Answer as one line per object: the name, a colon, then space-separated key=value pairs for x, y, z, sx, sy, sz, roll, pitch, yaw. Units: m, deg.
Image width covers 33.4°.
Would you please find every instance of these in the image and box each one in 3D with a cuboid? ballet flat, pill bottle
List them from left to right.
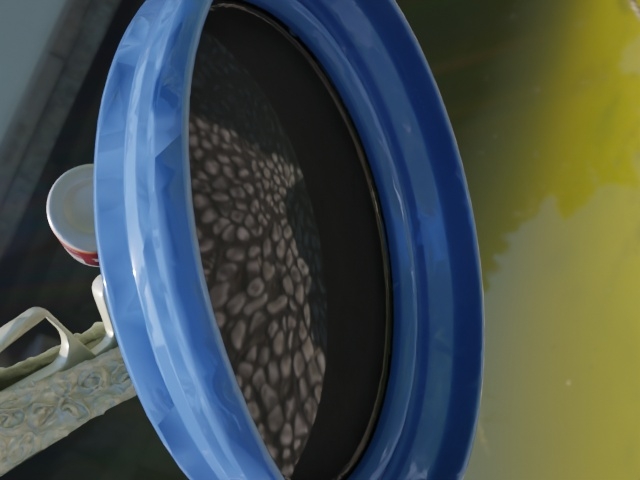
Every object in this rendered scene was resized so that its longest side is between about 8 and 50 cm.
ballet flat: x=-0.234 y=0.113 z=1.088 sx=0.409 sy=0.147 sz=0.147 roll=-29 pitch=13 yaw=-24
pill bottle: x=-0.222 y=-0.020 z=1.066 sx=0.152 sy=0.086 sz=0.086 roll=129 pitch=161 yaw=-79

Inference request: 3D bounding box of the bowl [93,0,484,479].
bowl: x=0.000 y=0.000 z=0.683 sx=0.077 sy=0.391 sz=0.391 roll=-11 pitch=54 yaw=28
